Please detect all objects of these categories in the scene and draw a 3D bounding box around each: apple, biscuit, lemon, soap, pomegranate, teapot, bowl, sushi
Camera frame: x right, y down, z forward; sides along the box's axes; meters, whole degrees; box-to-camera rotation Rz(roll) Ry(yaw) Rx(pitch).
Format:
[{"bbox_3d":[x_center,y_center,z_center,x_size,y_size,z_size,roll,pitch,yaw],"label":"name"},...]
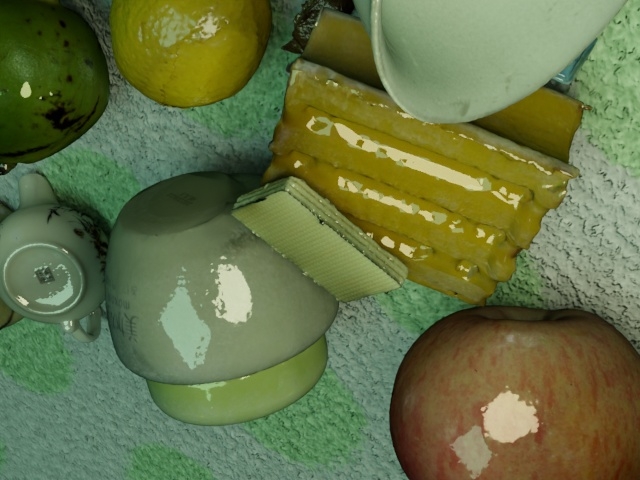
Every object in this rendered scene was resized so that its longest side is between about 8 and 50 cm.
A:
[{"bbox_3d":[0.256,0.205,1.382,0.344,0.345,0.270,17,117,23],"label":"apple"},{"bbox_3d":[0.000,0.000,1.333,0.199,0.041,0.121,39,149,-24],"label":"biscuit"},{"bbox_3d":[-0.166,-0.272,1.403,0.204,0.204,0.260,47,140,-4],"label":"lemon"},{"bbox_3d":[0.107,-0.087,1.314,0.335,0.156,0.293,20,147,2],"label":"soap"},{"bbox_3d":[-0.416,-0.262,1.559,0.260,0.260,0.341,25,107,17],"label":"pomegranate"},{"bbox_3d":[-0.444,0.050,1.861,0.208,0.166,0.300,-19,124,-3],"label":"teapot"},{"bbox_3d":[0.153,-0.342,1.045,0.196,0.434,0.435,45,139,29],"label":"bowl"},{"bbox_3d":[-0.002,-0.277,1.389,0.055,0.052,0.120,41,134,3],"label":"sushi"}]

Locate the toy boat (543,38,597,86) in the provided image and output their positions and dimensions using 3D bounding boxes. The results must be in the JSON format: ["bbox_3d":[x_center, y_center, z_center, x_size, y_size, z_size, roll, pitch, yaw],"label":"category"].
[{"bbox_3d":[0.191,-0.259,1.247,0.237,0.109,0.098,34,159,2],"label":"toy boat"}]

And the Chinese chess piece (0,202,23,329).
[{"bbox_3d":[-0.613,0.040,1.988,0.257,0.104,0.257,18,130,23],"label":"Chinese chess piece"}]

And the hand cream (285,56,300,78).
[{"bbox_3d":[0.036,-0.099,1.482,0.111,0.070,0.312,-10,118,26],"label":"hand cream"}]

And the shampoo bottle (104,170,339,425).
[{"bbox_3d":[-0.138,0.070,1.543,0.322,0.322,0.317,3,112,32],"label":"shampoo bottle"}]
